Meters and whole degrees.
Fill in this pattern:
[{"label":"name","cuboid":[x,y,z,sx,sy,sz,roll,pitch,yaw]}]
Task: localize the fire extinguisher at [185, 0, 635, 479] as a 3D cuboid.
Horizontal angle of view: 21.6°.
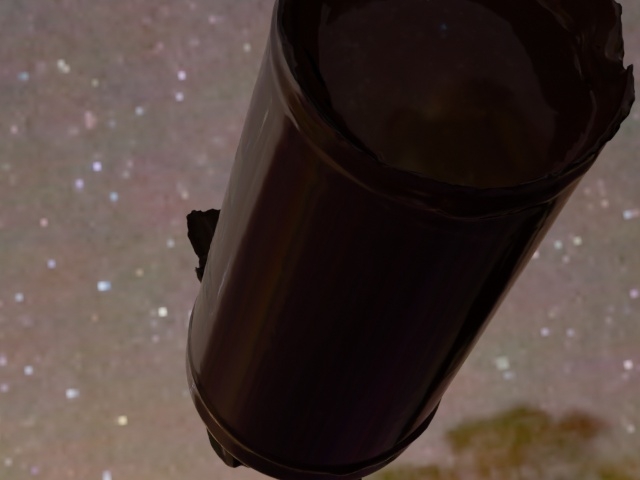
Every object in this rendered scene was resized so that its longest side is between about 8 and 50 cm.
[{"label":"fire extinguisher","cuboid":[0.000,0.000,0.619,0.106,0.147,0.337,-16,-22,-20]}]
